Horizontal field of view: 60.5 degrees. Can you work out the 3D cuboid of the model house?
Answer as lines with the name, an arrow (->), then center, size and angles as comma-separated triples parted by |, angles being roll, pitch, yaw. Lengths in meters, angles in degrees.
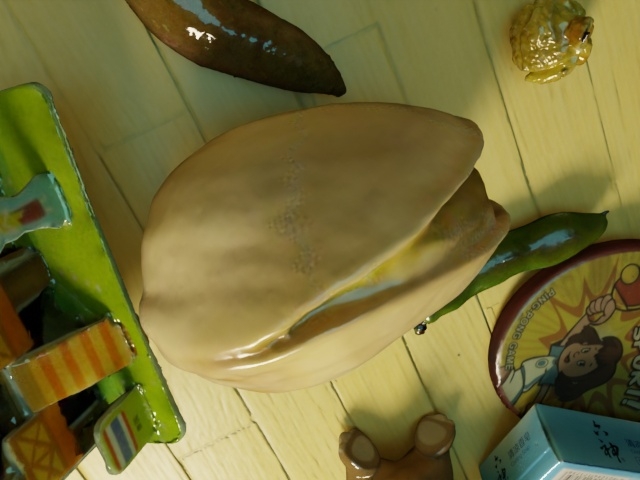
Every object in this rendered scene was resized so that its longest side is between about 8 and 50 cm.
model house -> -0.303, 0.088, 0.363 | 0.242, 0.313, 0.358 | -5, 111, 20

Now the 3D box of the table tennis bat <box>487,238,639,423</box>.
table tennis bat -> 0.407, 0.122, 0.683 | 0.414, 0.051, 0.268 | -4, 110, -7

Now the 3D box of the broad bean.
broad bean -> 0.207, 0.023, 0.613 | 0.254, 0.046, 0.065 | -28, 100, 1

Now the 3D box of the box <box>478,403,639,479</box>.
box -> 0.337, 0.293, 0.682 | 0.232, 0.083, 0.143 | 13, 124, -15

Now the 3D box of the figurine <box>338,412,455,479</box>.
figurine -> 0.127, 0.357, 0.636 | 0.177, 0.173, 0.247 | -8, 109, -8

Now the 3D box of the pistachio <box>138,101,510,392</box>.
pistachio -> 0.000, 0.000, 0.468 | 0.321, 0.238, 0.229 | -28, 116, -10

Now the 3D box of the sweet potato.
sweet potato -> -0.120, -0.229, 0.462 | 0.346, 0.079, 0.108 | 49, 65, -18

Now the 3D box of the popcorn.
popcorn -> 0.232, -0.195, 0.533 | 0.084, 0.084, 0.084 | -3, 108, -10
